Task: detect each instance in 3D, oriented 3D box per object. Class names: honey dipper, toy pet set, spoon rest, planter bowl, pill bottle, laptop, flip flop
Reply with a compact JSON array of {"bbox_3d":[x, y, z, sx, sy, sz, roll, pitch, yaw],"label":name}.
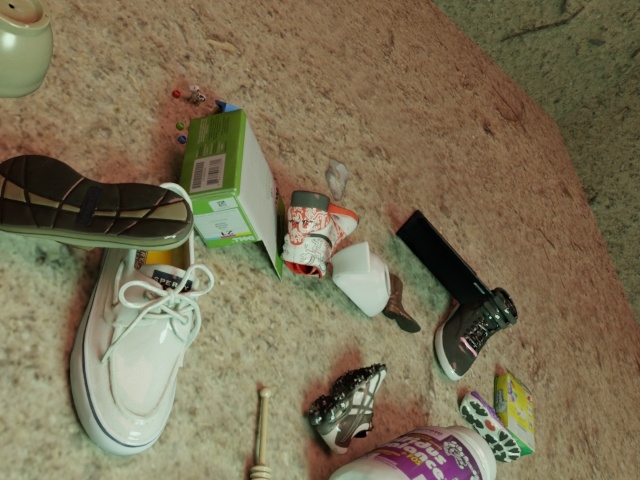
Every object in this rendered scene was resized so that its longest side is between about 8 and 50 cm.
[{"bbox_3d":[-0.083,0.283,0.838,0.030,0.030,0.161,30,40,-32],"label":"honey dipper"},{"bbox_3d":[-0.202,-0.231,1.075,0.114,0.065,0.122,13,54,-44],"label":"toy pet set"},{"bbox_3d":[0.077,0.065,1.103,0.276,0.084,0.137,48,37,-68],"label":"spoon rest"},{"bbox_3d":[-0.442,-0.297,0.808,0.162,0.109,0.162,30,42,-31],"label":"planter bowl"},{"bbox_3d":[0.155,0.388,0.912,0.301,0.169,0.169,-2,64,-51],"label":"pill bottle"},{"bbox_3d":[0.311,0.021,1.395,0.234,0.136,0.264,49,35,1],"label":"laptop"},{"bbox_3d":[-0.291,-0.032,0.723,0.277,0.080,0.112,10,57,2],"label":"flip flop"}]

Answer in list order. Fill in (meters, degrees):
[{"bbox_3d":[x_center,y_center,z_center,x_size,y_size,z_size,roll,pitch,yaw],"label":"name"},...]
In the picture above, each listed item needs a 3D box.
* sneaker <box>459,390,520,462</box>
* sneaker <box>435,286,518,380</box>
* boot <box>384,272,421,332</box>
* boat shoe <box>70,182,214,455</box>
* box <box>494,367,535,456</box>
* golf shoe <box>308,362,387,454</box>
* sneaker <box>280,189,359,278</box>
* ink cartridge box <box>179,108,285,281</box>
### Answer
[{"bbox_3d":[0.369,0.394,1.251,0.170,0.068,0.071,56,29,1],"label":"sneaker"},{"bbox_3d":[0.360,0.196,1.324,0.104,0.147,0.296,53,35,-5],"label":"sneaker"},{"bbox_3d":[0.175,0.131,1.260,0.106,0.037,0.114,38,34,-27],"label":"boot"},{"bbox_3d":[-0.206,0.073,0.748,0.136,0.156,0.367,28,43,-33],"label":"boat shoe"},{"bbox_3d":[0.452,0.394,1.366,0.105,0.043,0.179,43,40,-17],"label":"box"},{"bbox_3d":[0.057,0.277,0.981,0.198,0.077,0.094,-29,97,-48],"label":"golf shoe"},{"bbox_3d":[-0.001,0.000,1.121,0.270,0.090,0.145,22,78,-71],"label":"sneaker"},{"bbox_3d":[-0.139,-0.063,1.006,0.255,0.097,0.189,69,16,-50],"label":"ink cartridge box"}]
